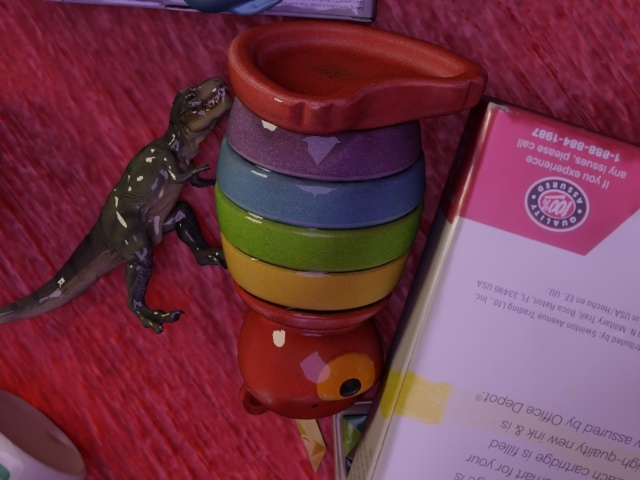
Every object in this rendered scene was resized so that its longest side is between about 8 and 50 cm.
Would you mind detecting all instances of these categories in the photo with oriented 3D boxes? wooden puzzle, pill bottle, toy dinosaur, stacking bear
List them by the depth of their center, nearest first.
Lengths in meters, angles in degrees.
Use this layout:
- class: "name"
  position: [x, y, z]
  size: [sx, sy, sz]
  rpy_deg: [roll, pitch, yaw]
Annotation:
- class: "stacking bear"
  position: [0.000, 0.000, 1.237]
  size: [0.175, 0.164, 0.289]
  rpy_deg: [-12, 120, -32]
- class: "toy dinosaur"
  position: [-0.132, 0.000, 1.305]
  size: [0.118, 0.064, 0.268]
  rpy_deg: [43, 99, 5]
- class: "pill bottle"
  position: [-0.287, 0.224, 1.308]
  size: [0.117, 0.117, 0.208]
  rpy_deg: [39, 97, -1]
- class: "wooden puzzle"
  position: [0.043, 0.162, 1.333]
  size: [0.116, 0.014, 0.078]
  rpy_deg: [-10, 96, 4]

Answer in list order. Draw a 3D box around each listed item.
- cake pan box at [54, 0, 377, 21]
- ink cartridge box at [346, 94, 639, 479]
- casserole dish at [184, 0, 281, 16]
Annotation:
- class: "cake pan box"
  position: [-0.079, -0.292, 1.264]
  size: [0.267, 0.070, 0.245]
  rpy_deg: [3, 95, 3]
- class: "ink cartridge box"
  position: [0.187, 0.117, 1.241]
  size: [0.279, 0.160, 0.384]
  rpy_deg: [18, 96, -3]
- class: "casserole dish"
  position: [-0.078, -0.253, 1.217]
  size: [0.114, 0.037, 0.188]
  rpy_deg: [-23, 96, 6]
